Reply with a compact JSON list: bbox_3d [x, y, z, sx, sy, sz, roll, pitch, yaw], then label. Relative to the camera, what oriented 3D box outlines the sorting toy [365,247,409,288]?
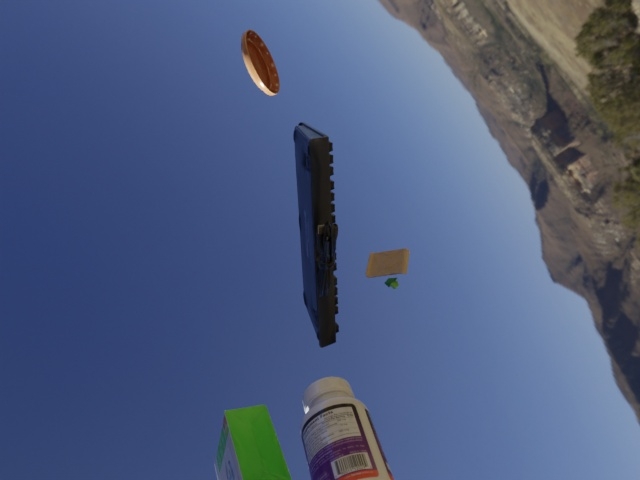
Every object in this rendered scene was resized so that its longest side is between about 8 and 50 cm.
[{"bbox_3d":[0.099,0.044,0.747,0.083,0.062,0.012,-71,-31,-49],"label":"sorting toy"}]

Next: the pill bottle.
[{"bbox_3d":[0.031,0.293,0.713,0.108,0.108,0.193,37,-163,-31],"label":"pill bottle"}]

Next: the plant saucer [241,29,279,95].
[{"bbox_3d":[-0.077,-0.223,0.637,0.083,0.013,0.084,52,-152,-43],"label":"plant saucer"}]

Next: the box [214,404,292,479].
[{"bbox_3d":[-0.181,0.616,1.321,0.126,0.231,0.262,1,-148,-25],"label":"box"}]

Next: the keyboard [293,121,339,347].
[{"bbox_3d":[0.000,0.000,0.419,0.108,0.023,0.180,-118,23,-65],"label":"keyboard"}]
